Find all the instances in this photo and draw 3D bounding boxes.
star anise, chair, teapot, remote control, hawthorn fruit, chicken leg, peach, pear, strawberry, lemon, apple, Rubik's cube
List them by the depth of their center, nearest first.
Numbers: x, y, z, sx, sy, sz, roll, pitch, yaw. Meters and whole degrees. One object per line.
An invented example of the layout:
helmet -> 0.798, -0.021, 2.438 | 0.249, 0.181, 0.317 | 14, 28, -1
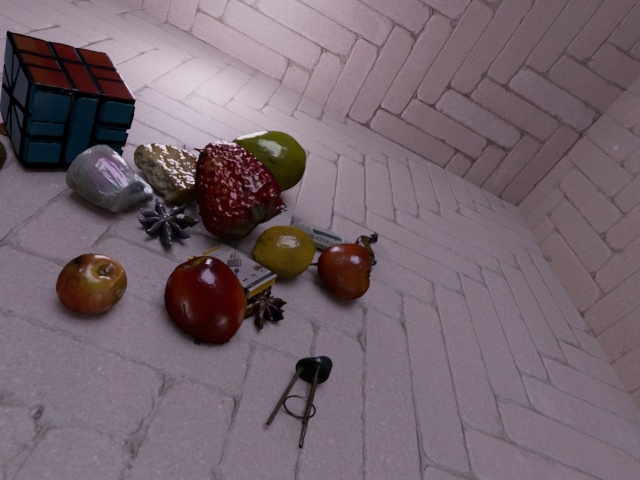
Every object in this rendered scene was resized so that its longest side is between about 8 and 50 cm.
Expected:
apple -> -0.527, 0.096, 0.949 | 0.147, 0.146, 0.146 | 21, 34, -16
chair -> -0.044, 0.375, 1.011 | 0.095, 0.104, 0.221 | 18, 34, 10
peach -> -0.294, 0.159, 1.059 | 0.196, 0.225, 0.190 | -22, 16, -13
star anise -> -0.172, 0.185, 1.184 | 0.168, 0.057, 0.167 | 22, 33, -16
teapot -> -0.619, -0.162, 1.225 | 0.178, 0.221, 0.163 | 40, 78, 3
Rubik's cube -> -0.775, -0.406, 1.253 | 0.284, 0.288, 0.293 | -4, 48, -46
star anise -> -0.463, -0.056, 1.257 | 0.181, 0.061, 0.205 | -27, 58, -39
strawberry -> -0.296, -0.175, 1.328 | 0.343, 0.292, 0.292 | 54, 35, 1
lemon -> -0.118, 0.035, 1.329 | 0.208, 0.169, 0.169 | 12, 38, -21
hawthorn fruit -> 0.065, 0.098, 1.407 | 0.226, 0.196, 0.196 | 11, 30, 14
remote control -> 0.001, -0.001, 1.573 | 0.231, 0.049, 0.090 | 18, 35, -19
pear -> -0.211, -0.313, 1.633 | 0.308, 0.252, 0.252 | 6, 41, -32
chicken leg -> 0.195, 0.023, 1.701 | 0.106, 0.051, 0.253 | 35, 32, -6

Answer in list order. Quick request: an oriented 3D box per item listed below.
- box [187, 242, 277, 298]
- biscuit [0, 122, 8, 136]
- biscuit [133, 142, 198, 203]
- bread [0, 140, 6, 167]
box -> -0.262, 0.080, 1.220 | 0.248, 0.033, 0.129 | 28, 30, 21
biscuit -> -0.955, -0.345, 1.286 | 0.091, 0.015, 0.078 | -16, 55, -48
biscuit -> -0.503, -0.234, 1.436 | 0.213, 0.091, 0.274 | -15, 53, -45
bread -> -0.912, -0.235, 1.112 | 0.083, 0.094, 0.157 | 15, 44, -30
